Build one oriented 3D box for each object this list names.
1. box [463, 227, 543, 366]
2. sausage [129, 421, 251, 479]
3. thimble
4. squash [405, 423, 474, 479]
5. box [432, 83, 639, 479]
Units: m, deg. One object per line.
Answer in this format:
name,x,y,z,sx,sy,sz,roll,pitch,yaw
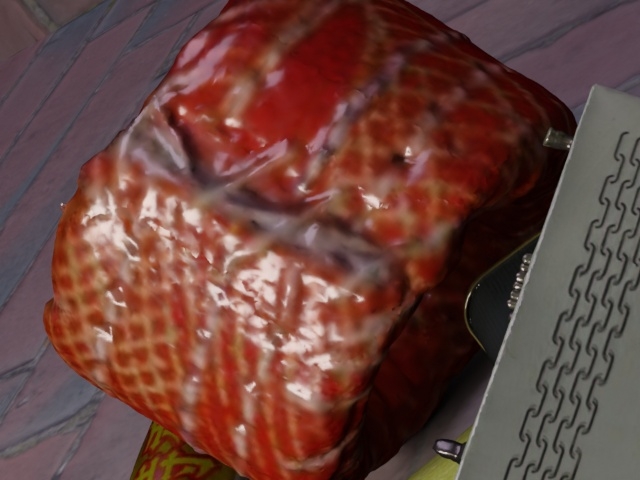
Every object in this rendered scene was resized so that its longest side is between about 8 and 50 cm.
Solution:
box,0.202,0.045,1.189,0.201,0.144,0.090,-35,25,8
sausage,-0.083,0.174,1.451,0.125,0.117,0.317,-35,19,34
thimble,0.000,0.000,1.325,0.350,0.230,0.350,-52,-14,-19
squash,0.065,0.205,1.173,0.287,0.137,0.137,-42,15,37
box,0.186,0.061,1.050,0.045,0.211,0.270,91,-162,-65
